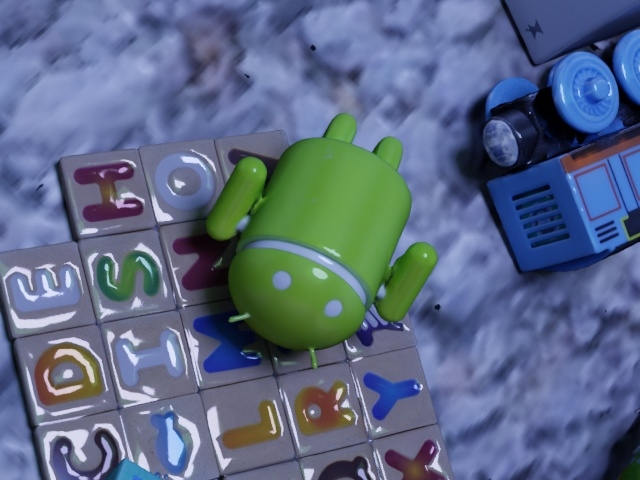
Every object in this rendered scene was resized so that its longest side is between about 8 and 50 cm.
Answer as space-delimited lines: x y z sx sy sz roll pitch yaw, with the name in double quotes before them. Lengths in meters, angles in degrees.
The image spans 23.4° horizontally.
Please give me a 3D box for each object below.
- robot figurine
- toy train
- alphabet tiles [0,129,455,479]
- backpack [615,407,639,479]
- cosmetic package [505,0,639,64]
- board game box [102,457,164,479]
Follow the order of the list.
"robot figurine" 0.000 0.000 0.707 0.101 0.067 0.115 27 63 -5
"toy train" 0.165 -0.055 0.817 0.184 0.080 0.105 -22 93 -33
"alphabet tiles" -0.038 0.066 0.710 0.198 0.009 0.237 -9 79 -29
"backpack" 0.307 0.125 0.738 0.290 0.273 0.355 35 42 21
"cosmetic package" 0.186 -0.247 0.852 0.224 0.138 0.224 -23 86 -29
"board game box" -0.021 0.203 0.607 0.210 0.047 0.160 33 37 -14
